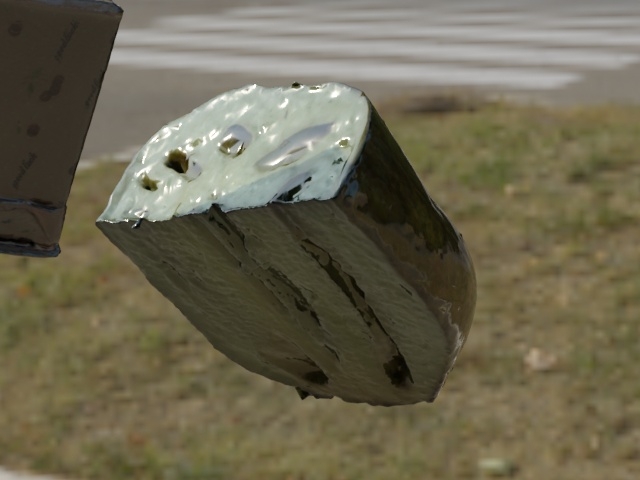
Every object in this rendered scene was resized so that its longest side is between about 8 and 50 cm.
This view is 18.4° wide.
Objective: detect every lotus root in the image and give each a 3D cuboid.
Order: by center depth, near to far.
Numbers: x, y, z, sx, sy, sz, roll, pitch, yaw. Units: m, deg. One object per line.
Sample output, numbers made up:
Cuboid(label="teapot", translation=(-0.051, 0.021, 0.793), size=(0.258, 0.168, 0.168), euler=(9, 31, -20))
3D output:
Cuboid(label="lotus root", translation=(0.016, 0.007, 1.535), size=(0.267, 0.260, 0.149), euler=(-5, 50, 45))

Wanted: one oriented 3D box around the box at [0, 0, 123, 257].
Cuboid(label="box", translation=(-0.300, -0.146, 1.324), size=(0.225, 0.190, 0.297), euler=(4, 26, -32))
